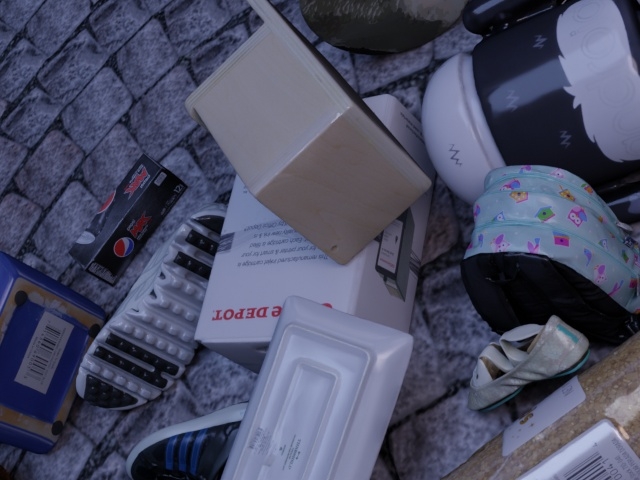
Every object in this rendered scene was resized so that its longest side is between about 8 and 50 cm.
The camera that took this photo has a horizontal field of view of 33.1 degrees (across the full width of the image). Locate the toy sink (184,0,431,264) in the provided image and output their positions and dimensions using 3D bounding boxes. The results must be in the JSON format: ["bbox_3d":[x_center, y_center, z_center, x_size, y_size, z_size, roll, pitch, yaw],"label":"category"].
[{"bbox_3d":[-0.028,-0.112,1.052,0.131,0.153,0.234,-42,48,9],"label":"toy sink"}]

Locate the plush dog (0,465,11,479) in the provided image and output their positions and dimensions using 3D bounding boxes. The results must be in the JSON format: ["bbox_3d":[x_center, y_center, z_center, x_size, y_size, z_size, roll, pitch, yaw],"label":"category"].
[{"bbox_3d":[-0.487,0.355,1.302,0.262,0.210,0.225,-22,29,28],"label":"plush dog"}]

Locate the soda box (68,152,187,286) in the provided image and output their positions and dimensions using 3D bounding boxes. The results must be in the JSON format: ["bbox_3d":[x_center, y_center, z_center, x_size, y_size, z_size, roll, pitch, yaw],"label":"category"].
[{"bbox_3d":[-0.254,-0.028,1.421,0.169,0.053,0.060,-53,45,0],"label":"soda box"}]

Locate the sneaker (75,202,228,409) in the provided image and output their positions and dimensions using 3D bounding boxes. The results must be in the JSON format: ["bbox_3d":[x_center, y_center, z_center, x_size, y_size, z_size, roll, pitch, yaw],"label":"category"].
[{"bbox_3d":[-0.184,0.078,1.280,0.292,0.110,0.118,-51,19,10],"label":"sneaker"}]

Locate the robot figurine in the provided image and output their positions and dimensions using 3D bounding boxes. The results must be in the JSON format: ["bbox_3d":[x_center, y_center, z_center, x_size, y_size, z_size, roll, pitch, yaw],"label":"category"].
[{"bbox_3d":[0.231,-0.130,1.003,0.278,0.173,0.209,-22,50,24],"label":"robot figurine"}]

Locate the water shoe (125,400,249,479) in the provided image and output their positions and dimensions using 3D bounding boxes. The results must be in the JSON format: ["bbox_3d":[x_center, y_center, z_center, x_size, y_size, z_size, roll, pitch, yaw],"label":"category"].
[{"bbox_3d":[-0.127,0.235,1.143,0.203,0.073,0.080,-27,52,25],"label":"water shoe"}]

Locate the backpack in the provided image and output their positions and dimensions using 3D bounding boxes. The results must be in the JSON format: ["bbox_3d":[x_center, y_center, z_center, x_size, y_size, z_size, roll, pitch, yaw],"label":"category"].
[{"bbox_3d":[0.197,0.016,0.935,0.152,0.182,0.115,-10,59,36],"label":"backpack"}]

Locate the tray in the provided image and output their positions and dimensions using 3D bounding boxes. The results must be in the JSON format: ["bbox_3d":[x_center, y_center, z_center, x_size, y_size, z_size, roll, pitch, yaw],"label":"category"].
[{"bbox_3d":[-0.022,0.192,0.983,0.145,0.030,0.270,17,84,31],"label":"tray"}]

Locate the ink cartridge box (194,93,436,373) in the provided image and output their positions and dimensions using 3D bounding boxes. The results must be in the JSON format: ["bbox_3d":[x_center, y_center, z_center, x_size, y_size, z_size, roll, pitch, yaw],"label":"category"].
[{"bbox_3d":[0.000,0.000,1.151,0.198,0.115,0.272,-6,61,36],"label":"ink cartridge box"}]

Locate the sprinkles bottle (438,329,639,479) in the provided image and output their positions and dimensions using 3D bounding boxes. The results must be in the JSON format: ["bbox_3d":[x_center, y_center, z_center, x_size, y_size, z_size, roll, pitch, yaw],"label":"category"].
[{"bbox_3d":[0.177,0.207,0.878,0.355,0.121,0.121,-39,46,13],"label":"sprinkles bottle"}]

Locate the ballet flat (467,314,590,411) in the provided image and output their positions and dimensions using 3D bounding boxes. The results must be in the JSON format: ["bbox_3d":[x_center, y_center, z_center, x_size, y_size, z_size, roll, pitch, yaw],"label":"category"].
[{"bbox_3d":[0.170,0.104,0.948,0.057,0.052,0.168,-50,5,-37],"label":"ballet flat"}]

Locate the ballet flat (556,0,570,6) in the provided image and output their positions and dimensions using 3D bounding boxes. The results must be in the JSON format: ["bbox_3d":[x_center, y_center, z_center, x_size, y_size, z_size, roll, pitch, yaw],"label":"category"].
[{"bbox_3d":[0.223,-0.196,1.131,0.250,0.058,0.084,-48,44,5],"label":"ballet flat"}]

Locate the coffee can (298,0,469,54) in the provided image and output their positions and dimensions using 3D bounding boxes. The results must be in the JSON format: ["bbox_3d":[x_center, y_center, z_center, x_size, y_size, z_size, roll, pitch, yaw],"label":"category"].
[{"bbox_3d":[0.059,-0.389,1.279,0.201,0.201,0.275,-26,50,25],"label":"coffee can"}]

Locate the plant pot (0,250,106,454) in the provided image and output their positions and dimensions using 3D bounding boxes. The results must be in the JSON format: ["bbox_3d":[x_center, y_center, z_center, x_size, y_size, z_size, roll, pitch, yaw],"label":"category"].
[{"bbox_3d":[-0.418,0.130,1.339,0.212,0.236,0.236,8,71,35],"label":"plant pot"}]
